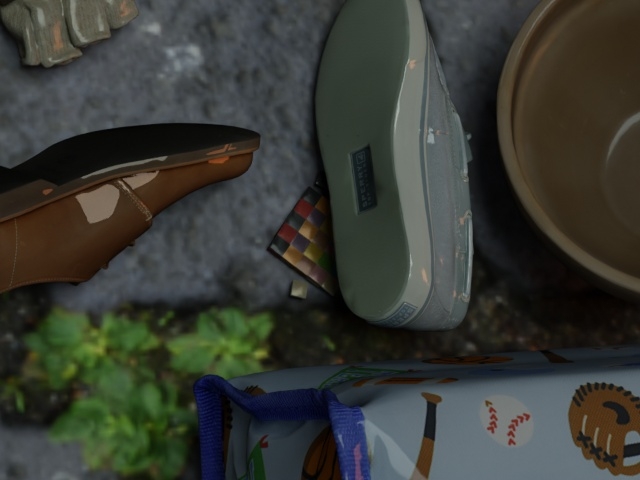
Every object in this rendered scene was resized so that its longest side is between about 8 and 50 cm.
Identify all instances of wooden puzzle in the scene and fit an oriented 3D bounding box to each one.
[{"bbox_3d":[0.000,0.000,1.164,0.049,0.006,0.083,37,64,-8],"label":"wooden puzzle"}]

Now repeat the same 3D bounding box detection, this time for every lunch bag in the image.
[{"bbox_3d":[0.122,0.256,1.019,0.327,0.239,0.386,-1,91,-23],"label":"lunch bag"}]

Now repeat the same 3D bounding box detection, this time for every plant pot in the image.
[{"bbox_3d":[0.227,-0.058,1.193,0.237,0.110,0.237,-2,69,4],"label":"plant pot"}]

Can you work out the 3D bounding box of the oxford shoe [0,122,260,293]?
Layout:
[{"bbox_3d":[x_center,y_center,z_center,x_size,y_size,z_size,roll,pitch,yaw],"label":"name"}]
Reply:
[{"bbox_3d":[-0.127,-0.018,1.096,0.212,0.076,0.076,-19,112,-28],"label":"oxford shoe"}]

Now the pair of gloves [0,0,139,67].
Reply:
[{"bbox_3d":[-0.230,-0.173,1.091,0.240,0.042,0.204,-30,97,-30],"label":"pair of gloves"}]

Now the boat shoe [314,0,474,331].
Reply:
[{"bbox_3d":[0.052,-0.050,1.168,0.081,0.079,0.228,20,59,-44],"label":"boat shoe"}]
